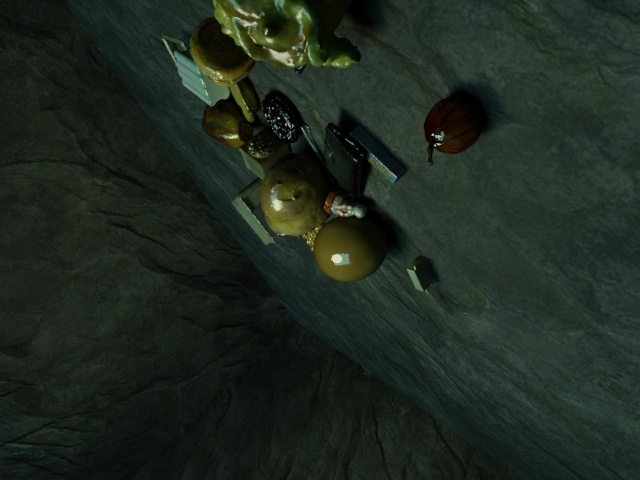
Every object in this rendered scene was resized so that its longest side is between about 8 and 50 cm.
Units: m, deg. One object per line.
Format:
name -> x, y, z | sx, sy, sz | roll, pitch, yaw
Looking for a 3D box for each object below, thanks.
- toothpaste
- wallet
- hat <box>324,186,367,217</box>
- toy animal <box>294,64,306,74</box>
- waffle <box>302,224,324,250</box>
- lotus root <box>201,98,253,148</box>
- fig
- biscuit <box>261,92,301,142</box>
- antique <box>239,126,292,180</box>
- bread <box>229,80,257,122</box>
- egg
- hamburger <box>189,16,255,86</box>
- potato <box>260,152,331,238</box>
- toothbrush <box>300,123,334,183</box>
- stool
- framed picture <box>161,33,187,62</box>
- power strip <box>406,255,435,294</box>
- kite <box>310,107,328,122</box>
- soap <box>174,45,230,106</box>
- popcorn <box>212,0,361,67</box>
toothpaste -> 0.161, -0.248, 1.387 | 0.193, 0.044, 0.070 | 46, 162, 7
wallet -> 0.073, -0.251, 1.512 | 0.172, 0.045, 0.318 | 48, 172, 12
hat -> 0.100, -0.121, 1.675 | 0.162, 0.112, 0.094 | 34, 162, 32
toy animal -> -0.115, -0.557, 1.268 | 0.210, 0.117, 0.121 | 44, 168, 4
waffle -> -0.001, 0.001, 2.229 | 0.283, 0.065, 0.310 | 38, 161, 28
lotus root -> -0.374, -0.484, 1.924 | 0.291, 0.193, 0.193 | 41, 163, 46
fig -> 0.277, -0.239, 1.028 | 0.128, 0.150, 0.128 | 39, -161, -16
biscuit -> -0.138, -0.432, 1.665 | 0.194, 0.053, 0.195 | 42, 161, 18
antique -> -0.213, -0.344, 1.863 | 0.146, 0.152, 0.148 | 40, 163, 27
bread -> -0.289, -0.541, 1.777 | 0.149, 0.065, 0.188 | 40, 160, 49
egg -> 0.111, 0.029, 1.739 | 0.250, 0.250, 0.322 | 52, 155, -14
hamburger -> -0.312, -0.600, 1.490 | 0.214, 0.213, 0.108 | 48, 163, -2
potato -> -0.117, -0.184, 1.742 | 0.300, 0.289, 0.237 | 17, 165, 29
toothbrush -> -0.006, -0.305, 1.683 | 0.257, 0.024, 0.018 | 60, 178, -34
stool -> -0.213, -0.158, 2.089 | 0.270, 0.243, 0.170 | 51, 162, -12
framed picture -> -0.595, -0.770, 2.062 | 0.197, 0.014, 0.252 | 32, 156, 39
power strip -> 0.363, 0.133, 1.664 | 0.042, 0.075, 0.175 | 21, 147, 50
kite -> -0.005, -0.398, 1.519 | 0.078, 0.002, 0.044 | 48, 162, 1
soap -> -0.471, -0.655, 1.841 | 0.289, 0.095, 0.173 | 42, 155, 42
popcorn -> -0.070, -0.522, 1.016 | 0.334, 0.274, 0.279 | 7, 114, 6
